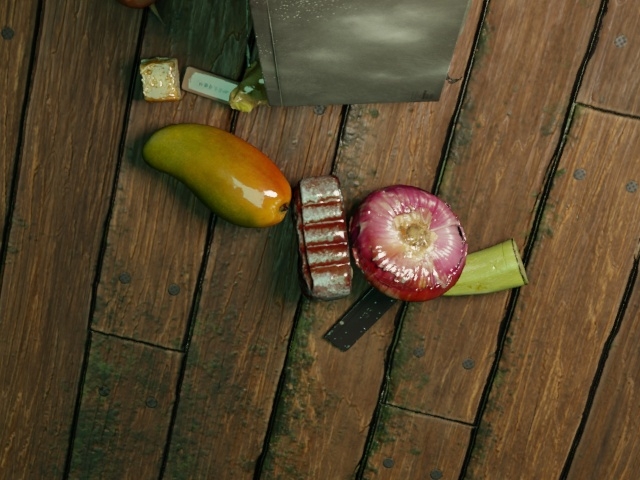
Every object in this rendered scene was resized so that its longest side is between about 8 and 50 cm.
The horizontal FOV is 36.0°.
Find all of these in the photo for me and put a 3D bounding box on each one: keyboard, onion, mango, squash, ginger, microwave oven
[{"bbox_3d":[0.092,0.135,1.925,0.060,0.018,0.195,41,104,-14],"label":"keyboard"},{"bbox_3d":[0.152,0.012,1.813,0.230,0.163,0.230,5,68,-13],"label":"onion"},{"bbox_3d":[-0.183,-0.128,1.816,0.289,0.129,0.146,37,119,0],"label":"mango"},{"bbox_3d":[0.273,0.059,1.865,0.224,0.094,0.094,-12,104,16],"label":"squash"},{"bbox_3d":[-0.074,-0.306,1.788,0.115,0.081,0.205,32,98,-19],"label":"ginger"},{"bbox_3d":[0.061,-0.392,1.535,0.375,0.432,0.236,-1,78,0],"label":"microwave oven"}]

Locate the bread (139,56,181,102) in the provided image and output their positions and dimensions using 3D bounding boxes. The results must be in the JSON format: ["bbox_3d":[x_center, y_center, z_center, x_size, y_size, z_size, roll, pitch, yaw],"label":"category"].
[{"bbox_3d":[-0.294,-0.295,1.812,0.070,0.076,0.083,-4,104,-6],"label":"bread"}]

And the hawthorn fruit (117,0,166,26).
[{"bbox_3d":[-0.324,-0.469,1.729,0.149,0.149,0.189,-11,99,7],"label":"hawthorn fruit"}]

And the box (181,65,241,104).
[{"bbox_3d":[-0.198,-0.286,1.830,0.115,0.025,0.048,19,107,-1],"label":"box"}]

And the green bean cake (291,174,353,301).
[{"bbox_3d":[0.000,0.000,1.839,0.097,0.198,0.232,-7,89,-3],"label":"green bean cake"}]
